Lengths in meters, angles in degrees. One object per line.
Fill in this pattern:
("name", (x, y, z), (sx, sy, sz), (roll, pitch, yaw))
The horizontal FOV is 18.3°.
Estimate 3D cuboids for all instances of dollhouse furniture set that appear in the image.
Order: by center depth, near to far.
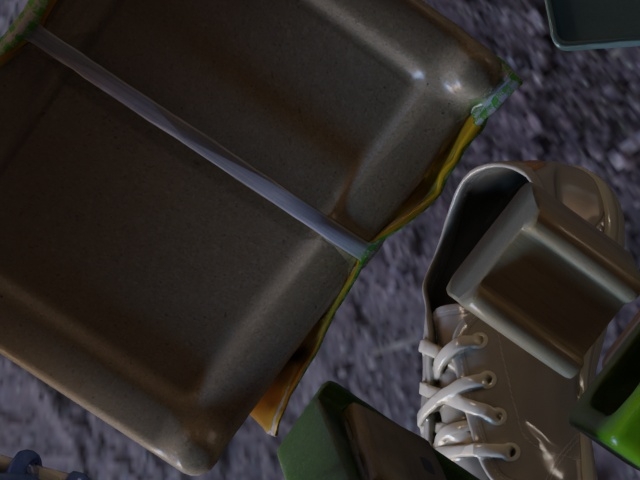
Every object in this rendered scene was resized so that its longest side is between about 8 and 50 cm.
("dollhouse furniture set", (0.000, 0.000, 0.769), (0.301, 0.151, 0.197), (35, 98, -11))

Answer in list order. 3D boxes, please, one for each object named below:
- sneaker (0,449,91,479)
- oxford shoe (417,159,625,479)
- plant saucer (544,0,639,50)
("sneaker", (-0.088, 0.064, 0.408), (0.211, 0.080, 0.081), (44, 105, -3))
("oxford shoe", (0.127, 0.133, 1.491), (0.130, 0.449, 0.169), (27, 153, -33))
("plant saucer", (0.114, -0.164, 0.852), (0.067, 0.192, 0.018), (-5, 156, -8))
